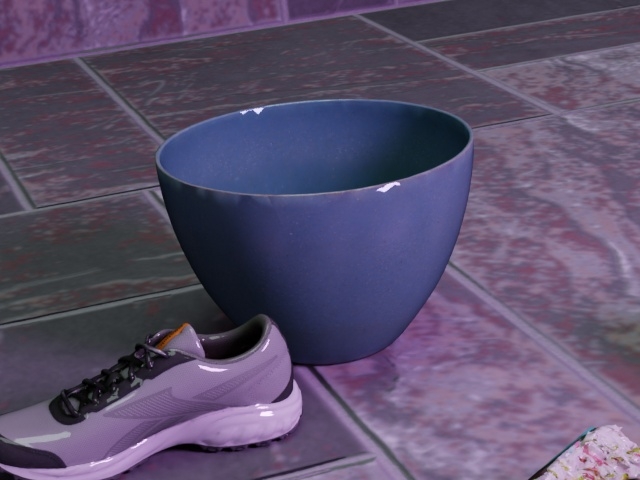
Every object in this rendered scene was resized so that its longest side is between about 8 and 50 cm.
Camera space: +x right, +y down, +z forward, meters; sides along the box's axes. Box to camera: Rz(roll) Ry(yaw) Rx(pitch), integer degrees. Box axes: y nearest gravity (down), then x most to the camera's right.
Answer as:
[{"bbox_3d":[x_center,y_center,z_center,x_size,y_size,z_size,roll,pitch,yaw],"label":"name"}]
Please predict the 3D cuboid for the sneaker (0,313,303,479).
[{"bbox_3d":[-0.150,0.126,1.260,0.271,0.108,0.100,-13,24,-18],"label":"sneaker"}]

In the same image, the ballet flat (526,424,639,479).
[{"bbox_3d":[0.161,0.199,1.048,0.077,0.091,0.241,34,42,25],"label":"ballet flat"}]

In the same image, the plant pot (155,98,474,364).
[{"bbox_3d":[0.000,0.000,1.432,0.290,0.195,0.290,-3,21,1],"label":"plant pot"}]
